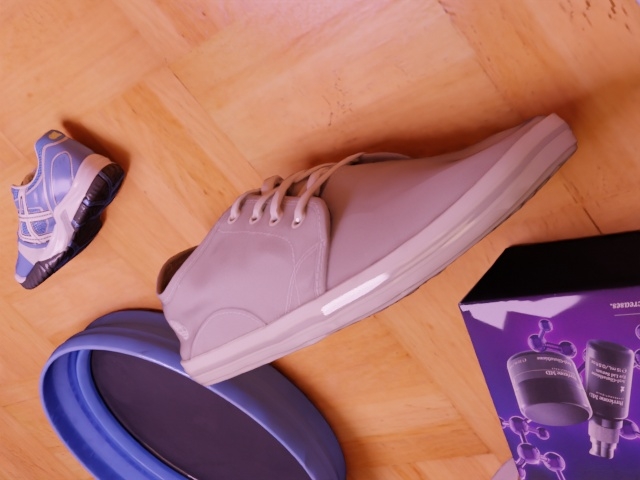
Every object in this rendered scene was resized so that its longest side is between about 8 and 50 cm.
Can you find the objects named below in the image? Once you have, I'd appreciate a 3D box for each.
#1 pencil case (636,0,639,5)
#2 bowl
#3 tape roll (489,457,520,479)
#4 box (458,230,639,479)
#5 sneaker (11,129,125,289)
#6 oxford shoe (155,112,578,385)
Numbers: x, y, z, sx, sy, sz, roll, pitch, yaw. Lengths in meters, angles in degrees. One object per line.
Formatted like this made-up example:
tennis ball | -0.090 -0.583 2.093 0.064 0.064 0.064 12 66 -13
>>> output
pencil case | 0.225 -0.141 0.494 0.273 0.113 0.124 45 156 -14
bowl | -0.147 0.237 1.152 0.391 0.077 0.391 18 138 17
tape roll | 0.204 0.350 0.909 0.169 0.246 0.246 28 140 6
box | 0.255 0.091 0.691 0.261 0.103 0.184 -10 111 39
sneaker | -0.264 -0.029 0.966 0.081 0.080 0.211 41 130 0
oxford shoe | 0.000 0.000 0.764 0.449 0.169 0.130 -29 92 48
